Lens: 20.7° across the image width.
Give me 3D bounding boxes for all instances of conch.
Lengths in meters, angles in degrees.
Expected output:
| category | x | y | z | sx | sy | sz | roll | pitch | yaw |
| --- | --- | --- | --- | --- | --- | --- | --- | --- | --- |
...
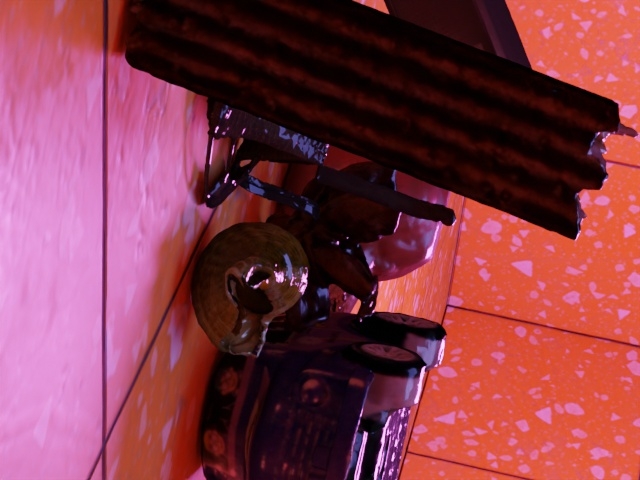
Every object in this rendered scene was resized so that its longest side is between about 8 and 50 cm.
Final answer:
| category | x | y | z | sx | sy | sz | roll | pitch | yaw |
| --- | --- | --- | --- | --- | --- | --- | --- | --- | --- |
| conch | -0.045 | 0.033 | 1.126 | 0.121 | 0.074 | 0.089 | -47 | 137 | -83 |

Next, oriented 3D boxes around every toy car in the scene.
| category | x | y | z | sx | sy | sz | roll | pitch | yaw |
| --- | --- | --- | --- | --- | --- | --- | --- | --- | --- |
| toy car | -0.004 | 0.138 | 1.281 | 0.235 | 0.158 | 0.172 | -30 | 131 | -78 |

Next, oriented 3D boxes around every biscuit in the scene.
| category | x | y | z | sx | sy | sz | roll | pitch | yaw |
| --- | --- | --- | --- | --- | --- | --- | --- | --- | --- |
| biscuit | 0.033 | -0.075 | 0.869 | 0.106 | 0.252 | 0.070 | -47 | 158 | -82 |

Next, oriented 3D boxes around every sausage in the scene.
| category | x | y | z | sx | sy | sz | roll | pitch | yaw |
| --- | --- | --- | --- | --- | --- | --- | --- | --- | --- |
| sausage | 0.046 | -0.057 | 1.458 | 0.254 | 0.148 | 0.148 | -65 | 165 | -52 |

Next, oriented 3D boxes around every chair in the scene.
| category | x | y | z | sx | sy | sz | roll | pitch | yaw |
| --- | --- | --- | --- | --- | --- | --- | --- | --- | --- |
| chair | -0.015 | -0.093 | 1.133 | 0.213 | 0.149 | 0.174 | 19 | 83 | -41 |

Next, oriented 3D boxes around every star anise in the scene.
| category | x | y | z | sx | sy | sz | roll | pitch | yaw |
| --- | --- | --- | --- | --- | --- | --- | --- | --- | --- |
| star anise | 0.000 | 0.001 | 1.285 | 0.057 | 0.168 | 0.168 | 39 | 54 | -36 |

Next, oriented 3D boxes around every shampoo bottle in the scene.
| category | x | y | z | sx | sy | sz | roll | pitch | yaw |
| --- | --- | --- | --- | --- | --- | --- | --- | --- | --- |
| shampoo bottle | 0.098 | -0.209 | 1.447 | 0.079 | 0.080 | 0.246 | 9 | 59 | -65 |

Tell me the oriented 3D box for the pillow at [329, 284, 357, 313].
| category | x | y | z | sx | sy | sz | roll | pitch | yaw |
| --- | --- | --- | --- | --- | --- | --- | --- | --- | --- |
| pillow | 0.013 | 0.043 | 1.641 | 0.248 | 0.049 | 0.135 | 108 | 0 | -62 |
